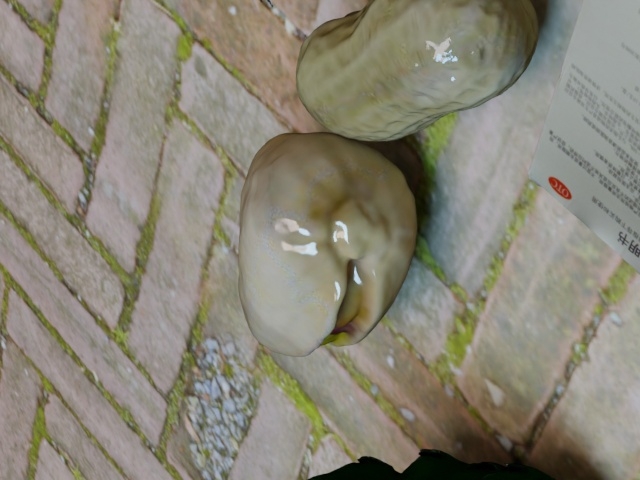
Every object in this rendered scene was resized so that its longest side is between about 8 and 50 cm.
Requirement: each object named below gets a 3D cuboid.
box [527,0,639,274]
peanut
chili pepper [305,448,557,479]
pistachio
[{"bbox_3d":[0.220,-0.042,0.839,0.212,0.095,0.168,45,141,29],"label":"box"},{"bbox_3d":[0.050,-0.114,1.038,0.214,0.090,0.099,-22,86,57],"label":"peanut"},{"bbox_3d":[0.079,0.273,1.131,0.233,0.248,0.257,179,79,-68],"label":"chili pepper"},{"bbox_3d":[0.000,0.000,1.166,0.200,0.117,0.145,106,146,-63],"label":"pistachio"}]
